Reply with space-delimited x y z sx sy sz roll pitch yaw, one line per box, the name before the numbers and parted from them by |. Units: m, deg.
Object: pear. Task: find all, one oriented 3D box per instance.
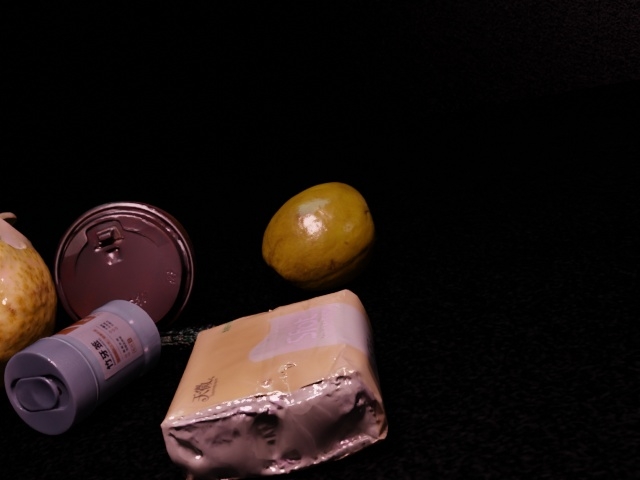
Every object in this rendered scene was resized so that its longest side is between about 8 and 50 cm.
pear | -0.467 0.085 1.098 0.271 0.271 0.271 -13 13 3
pear | 0.000 0.000 1.196 0.162 0.149 0.149 -35 17 -7

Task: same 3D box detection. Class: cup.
cup | -0.273 0.036 1.268 0.196 0.196 0.280 -15 4 -3

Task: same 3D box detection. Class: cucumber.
cucumber | -0.202 0.128 1.100 0.163 0.039 0.043 -6 -5 25

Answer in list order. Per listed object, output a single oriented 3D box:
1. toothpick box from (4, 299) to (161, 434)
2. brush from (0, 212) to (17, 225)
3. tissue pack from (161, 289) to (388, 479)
toothpick box | -0.266 0.140 0.977 0.101 0.101 0.153 -7 15 28
brush | -0.580 0.017 1.197 0.337 0.020 0.085 -22 -17 -42
tissue pack | -0.037 0.130 0.799 0.186 0.090 0.222 -15 13 6
